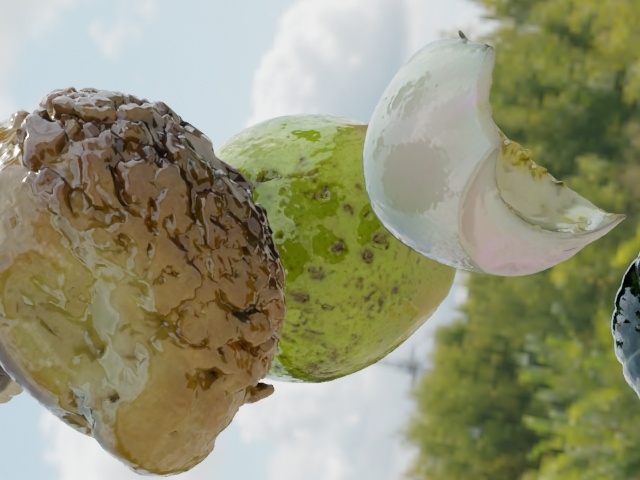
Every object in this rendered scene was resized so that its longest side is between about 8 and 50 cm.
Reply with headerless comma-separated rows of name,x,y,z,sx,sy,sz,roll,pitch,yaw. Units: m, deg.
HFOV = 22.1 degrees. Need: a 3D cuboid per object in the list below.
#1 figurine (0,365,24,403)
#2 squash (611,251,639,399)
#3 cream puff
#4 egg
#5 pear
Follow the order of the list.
figurine,-0.600,0.166,2.593,0.204,0.332,0.185,-22,69,52
squash,0.373,0.080,1.517,0.218,0.172,0.218,26,121,55
cream puff,-0.156,0.019,1.418,0.327,0.231,0.343,39,-162,-56
egg,0.133,-0.053,1.559,0.162,0.206,0.271,-49,-53,-16
pear,0.000,0.000,2.200,0.391,0.391,0.391,9,-90,-79
